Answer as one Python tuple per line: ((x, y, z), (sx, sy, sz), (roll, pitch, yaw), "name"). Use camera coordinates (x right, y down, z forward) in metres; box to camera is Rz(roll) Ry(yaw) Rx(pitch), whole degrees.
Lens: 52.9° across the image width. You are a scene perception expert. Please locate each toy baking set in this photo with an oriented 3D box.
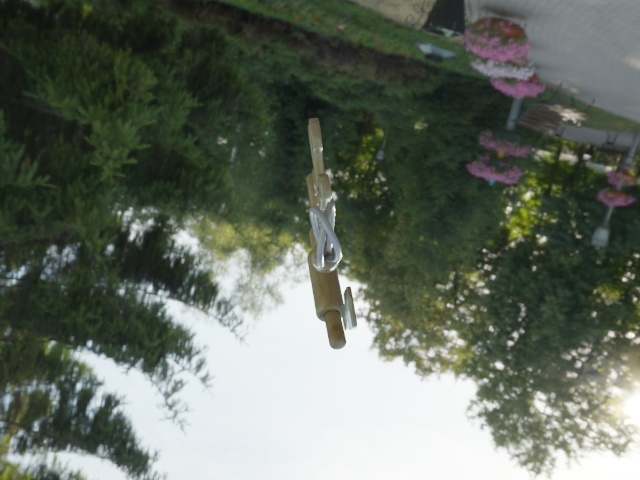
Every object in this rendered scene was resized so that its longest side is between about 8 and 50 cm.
((0.000, 0.004, 0.598), (0.030, 0.196, 0.256), (-9, -130, -1), "toy baking set")
